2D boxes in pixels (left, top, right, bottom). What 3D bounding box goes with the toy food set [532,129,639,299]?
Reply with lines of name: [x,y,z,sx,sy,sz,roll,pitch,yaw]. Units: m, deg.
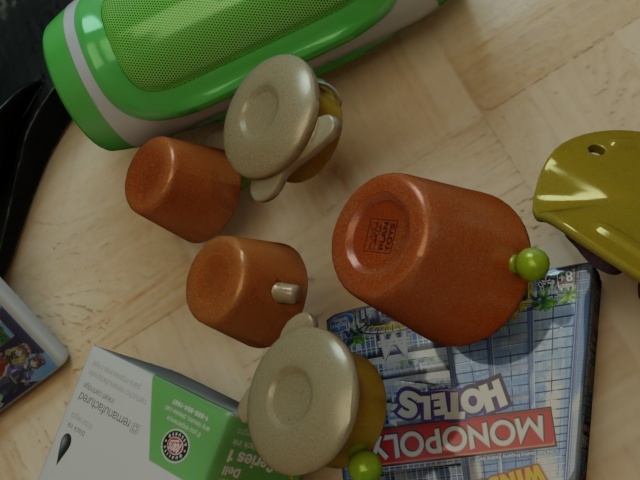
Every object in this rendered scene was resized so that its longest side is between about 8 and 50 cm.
toy food set: [0.229,0.016,0.640,0.128,0.071,0.218,-30,51,-29]

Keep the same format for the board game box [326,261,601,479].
board game box: [0.099,0.129,0.677,0.194,0.060,0.194,-12,72,18]

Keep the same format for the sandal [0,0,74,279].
sandal: [-0.303,-0.097,0.863,0.167,0.107,0.446,27,88,24]

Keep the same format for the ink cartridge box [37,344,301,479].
ink cartridge box: [-0.122,0.204,0.706,0.160,0.092,0.219,16,82,42]

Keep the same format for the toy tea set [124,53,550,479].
toy tea set: [0.000,0.000,0.692,0.200,0.124,0.336,-54,45,16]

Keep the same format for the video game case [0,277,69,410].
video game case: [-0.333,0.071,0.816,0.183,0.023,0.201,-36,105,9]

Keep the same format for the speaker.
speaker: [-0.051,-0.174,0.770,0.296,0.131,0.131,-24,70,11]
